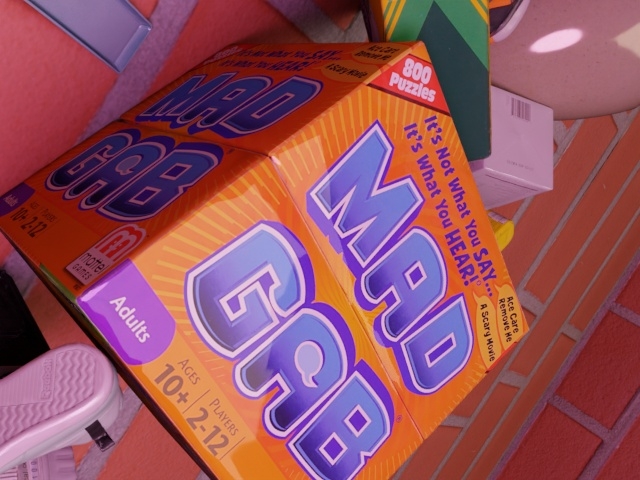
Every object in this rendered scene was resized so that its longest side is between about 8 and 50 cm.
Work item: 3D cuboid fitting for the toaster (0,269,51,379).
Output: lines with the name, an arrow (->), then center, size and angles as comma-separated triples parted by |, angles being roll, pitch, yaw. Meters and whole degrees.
toaster -> -0.382, 0.099, 0.688 | 0.168, 0.185, 0.110 | 13, 118, -54

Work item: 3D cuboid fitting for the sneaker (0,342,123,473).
sneaker -> -0.298, 0.186, 0.627 | 0.256, 0.094, 0.151 | -22, 160, -13

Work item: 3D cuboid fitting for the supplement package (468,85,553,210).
supplement package -> 0.230, -0.127, 1.104 | 0.139, 0.244, 0.133 | 13, 73, -27

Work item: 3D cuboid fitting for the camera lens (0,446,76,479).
camera lens -> -0.420, 0.282, 0.711 | 0.275, 0.219, 0.219 | 7, 112, -39

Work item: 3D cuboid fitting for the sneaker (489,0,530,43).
sneaker -> 0.255, -0.428, 0.901 | 0.180, 0.125, 0.320 | 12, 99, -64

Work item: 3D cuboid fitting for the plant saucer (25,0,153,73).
plant saucer -> -0.228, -0.228, 0.678 | 0.067, 0.018, 0.192 | -55, 167, 0

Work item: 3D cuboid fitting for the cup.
cup -> 0.335, -0.323, 1.100 | 0.237, 0.331, 0.331 | -21, 139, -1

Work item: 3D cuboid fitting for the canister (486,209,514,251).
canister -> 0.270, -0.026, 1.340 | 0.126, 0.170, 0.073 | -41, 142, -19

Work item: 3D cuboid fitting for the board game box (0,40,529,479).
board game box -> -0.066, 0.032, 0.752 | 0.356, 0.357, 0.356 | -40, 122, -20

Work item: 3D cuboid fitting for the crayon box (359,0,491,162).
crayon box -> 0.091, -0.311, 0.761 | 0.106, 0.362, 0.313 | -12, 137, 5
